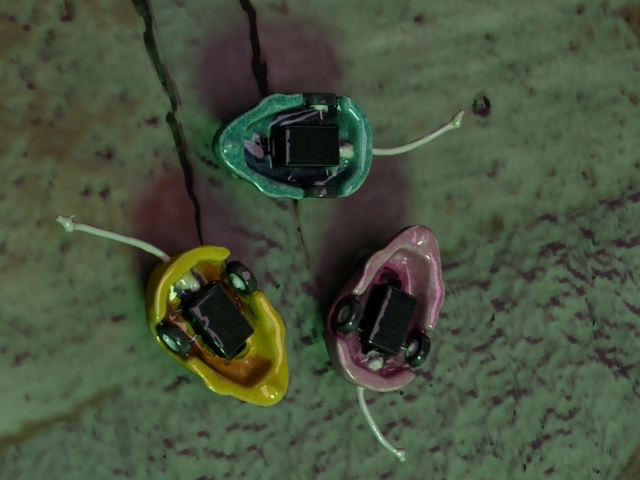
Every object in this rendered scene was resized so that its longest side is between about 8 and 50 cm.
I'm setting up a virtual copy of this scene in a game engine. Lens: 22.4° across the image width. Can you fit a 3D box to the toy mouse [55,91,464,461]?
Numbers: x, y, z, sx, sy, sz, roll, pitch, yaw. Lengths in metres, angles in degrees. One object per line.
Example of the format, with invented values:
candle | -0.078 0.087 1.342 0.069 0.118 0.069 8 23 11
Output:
toy mouse | 0.000 0.000 0.581 0.143 0.031 0.161 -49 113 -21
